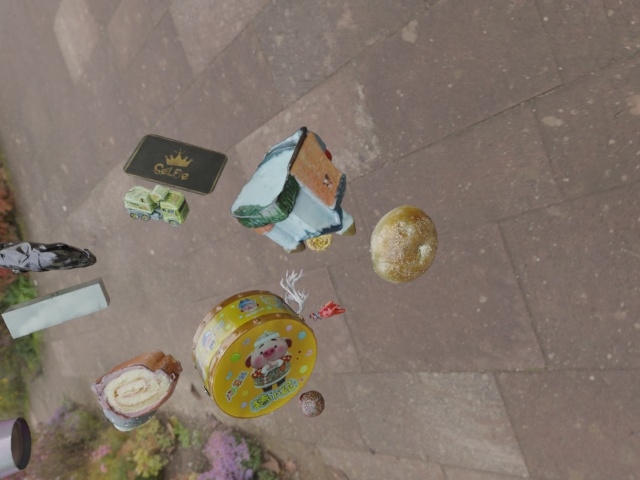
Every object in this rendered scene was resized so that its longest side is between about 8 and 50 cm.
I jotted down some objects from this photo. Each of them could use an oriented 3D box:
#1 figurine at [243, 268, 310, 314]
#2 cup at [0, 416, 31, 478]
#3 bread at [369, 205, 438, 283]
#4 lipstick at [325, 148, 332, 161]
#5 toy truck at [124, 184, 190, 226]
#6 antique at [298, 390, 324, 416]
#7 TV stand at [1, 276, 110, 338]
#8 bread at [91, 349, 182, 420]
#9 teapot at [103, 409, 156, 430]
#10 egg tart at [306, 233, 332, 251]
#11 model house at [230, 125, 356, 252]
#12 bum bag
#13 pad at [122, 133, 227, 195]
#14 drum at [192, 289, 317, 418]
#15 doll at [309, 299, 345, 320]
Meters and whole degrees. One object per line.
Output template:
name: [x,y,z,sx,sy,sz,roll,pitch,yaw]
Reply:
figurine: [-0.183,0.271,1.769,0.206,0.315,0.284,-58,35,40]
cup: [-0.922,0.557,1.062,0.203,0.288,0.203,170,90,-72]
bread: [0.319,0.021,1.545,0.158,0.305,0.306,15,116,47]
lipstick: [-0.051,-0.230,1.460,0.080,0.241,0.080,29,152,17]
toy truck: [-0.515,-0.122,1.312,0.191,0.085,0.116,11,139,4]
antique: [-0.031,0.633,1.627,0.104,0.104,0.104,17,117,37]
TV stand: [-0.812,0.205,1.307,0.083,0.269,0.088,27,132,64]
bread: [-0.556,0.450,1.329,0.244,0.123,0.190,-25,108,2]
teapot: [-0.689,0.602,1.524,0.183,0.183,0.251,51,137,15]
egg tart: [0.000,0.000,2.002,0.129,0.129,0.049,38,171,26]
model house: [-0.031,-0.083,1.038,0.291,0.253,0.184,38,145,-27]
bum bag: [-0.822,0.048,1.193,0.340,0.144,0.095,3,84,5]
pad: [-0.594,-0.303,1.689,0.375,0.315,0.063,14,148,-1]
drum: [-0.236,0.410,1.523,0.214,0.431,0.431,32,127,50]
doll: [0.025,0.347,2.030,0.169,0.109,0.057,-33,39,23]
